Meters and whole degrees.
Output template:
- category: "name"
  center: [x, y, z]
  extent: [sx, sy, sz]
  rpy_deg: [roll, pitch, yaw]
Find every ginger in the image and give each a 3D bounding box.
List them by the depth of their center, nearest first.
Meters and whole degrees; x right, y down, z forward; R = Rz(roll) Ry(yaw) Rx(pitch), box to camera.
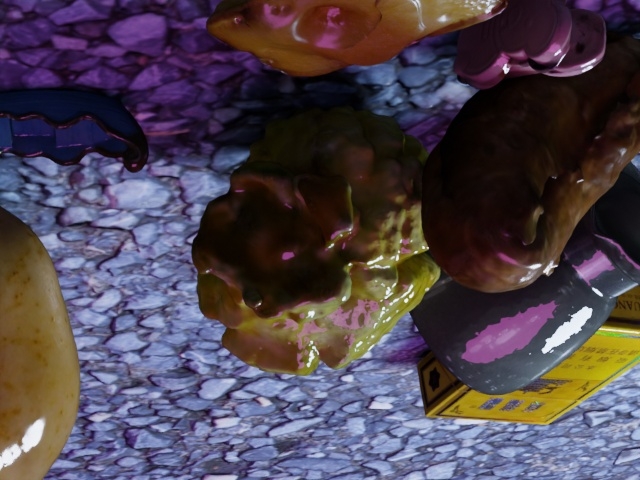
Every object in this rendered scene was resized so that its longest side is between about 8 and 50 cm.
- category: "ginger"
  center: [0.194, -0.081, 1.680]
  extent: [0.172, 0.321, 0.165]
  rpy_deg: [5, 134, 45]

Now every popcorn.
- category: "popcorn"
  center: [0.000, 0.000, 1.760]
  extent: [0.224, 0.258, 0.270]
  rpy_deg: [38, 146, 3]

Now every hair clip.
- category: "hair clip"
  center: [0.170, -0.187, 1.593]
  extent: [0.138, 0.123, 0.102]
  rpy_deg: [-3, 153, 25]

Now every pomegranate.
- category: "pomegranate"
  center: [-0.420, 0.126, 1.766]
  extent: [0.411, 0.411, 0.411]
  rpy_deg: [-5, 154, -3]

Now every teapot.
- category: "teapot"
  center: [0.268, 0.024, 1.933]
  extent: [0.285, 0.223, 0.305]
  rpy_deg: [-30, 143, 27]

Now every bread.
- category: "bread"
  center: [0.024, -0.209, 1.548]
  extent: [0.233, 0.088, 0.160]
  rpy_deg: [-21, 146, 31]

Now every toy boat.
- category: "toy boat"
  center: [-0.255, -0.094, 1.718]
  extent: [0.185, 0.077, 0.075]
  rpy_deg: [-3, 152, -8]

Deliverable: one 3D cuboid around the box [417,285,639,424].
- category: "box"
  center: [0.276, 0.136, 2.292]
  extent: [0.192, 0.084, 0.301]
  rpy_deg: [7, 150, -26]
